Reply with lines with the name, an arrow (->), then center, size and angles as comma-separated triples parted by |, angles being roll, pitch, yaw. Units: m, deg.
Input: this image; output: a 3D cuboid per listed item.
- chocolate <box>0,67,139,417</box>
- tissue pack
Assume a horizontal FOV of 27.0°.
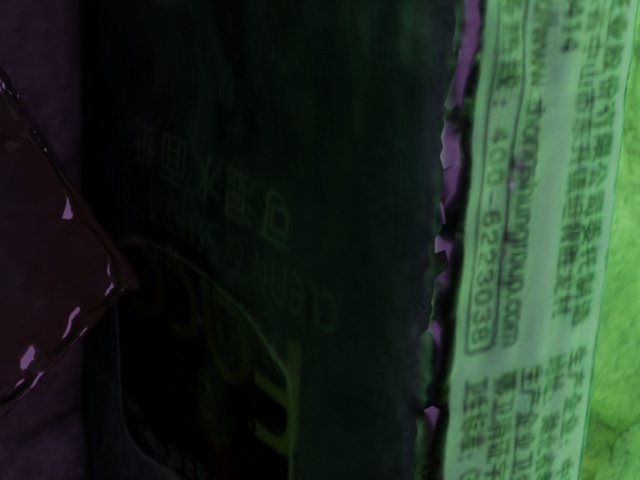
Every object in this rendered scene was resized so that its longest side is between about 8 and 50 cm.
chocolate -> -0.183, -0.075, 0.448 | 0.112, 0.112, 0.321 | -44, 130, -22
tissue pack -> 0.000, 0.000, 0.525 | 0.122, 0.259, 0.361 | -10, 116, -31
